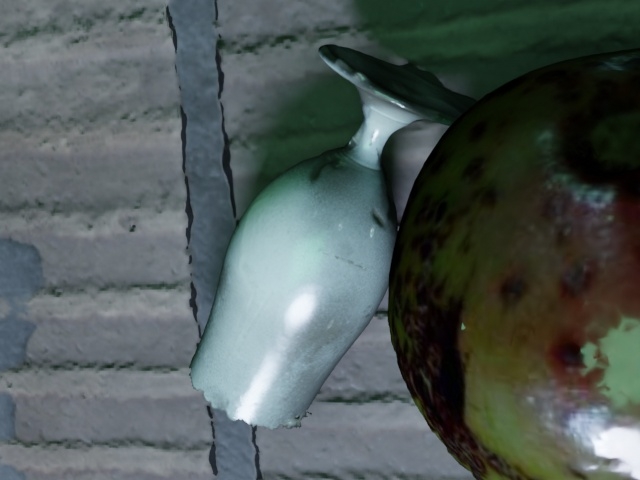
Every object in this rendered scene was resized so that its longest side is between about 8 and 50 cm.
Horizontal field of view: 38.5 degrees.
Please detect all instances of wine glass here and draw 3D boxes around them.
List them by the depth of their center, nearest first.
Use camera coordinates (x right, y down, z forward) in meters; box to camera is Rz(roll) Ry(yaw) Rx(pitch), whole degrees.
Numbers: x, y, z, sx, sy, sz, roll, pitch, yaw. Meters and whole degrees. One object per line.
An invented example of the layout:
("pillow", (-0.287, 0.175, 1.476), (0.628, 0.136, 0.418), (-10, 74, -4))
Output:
("wine glass", (0.000, 0.000, 0.540), (0.103, 0.103, 0.222), (30, 110, 8))

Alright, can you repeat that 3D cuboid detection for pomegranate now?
("pomegranate", (0.174, 0.039, 0.458), (0.242, 0.306, 0.242), (-23, 51, 32))
